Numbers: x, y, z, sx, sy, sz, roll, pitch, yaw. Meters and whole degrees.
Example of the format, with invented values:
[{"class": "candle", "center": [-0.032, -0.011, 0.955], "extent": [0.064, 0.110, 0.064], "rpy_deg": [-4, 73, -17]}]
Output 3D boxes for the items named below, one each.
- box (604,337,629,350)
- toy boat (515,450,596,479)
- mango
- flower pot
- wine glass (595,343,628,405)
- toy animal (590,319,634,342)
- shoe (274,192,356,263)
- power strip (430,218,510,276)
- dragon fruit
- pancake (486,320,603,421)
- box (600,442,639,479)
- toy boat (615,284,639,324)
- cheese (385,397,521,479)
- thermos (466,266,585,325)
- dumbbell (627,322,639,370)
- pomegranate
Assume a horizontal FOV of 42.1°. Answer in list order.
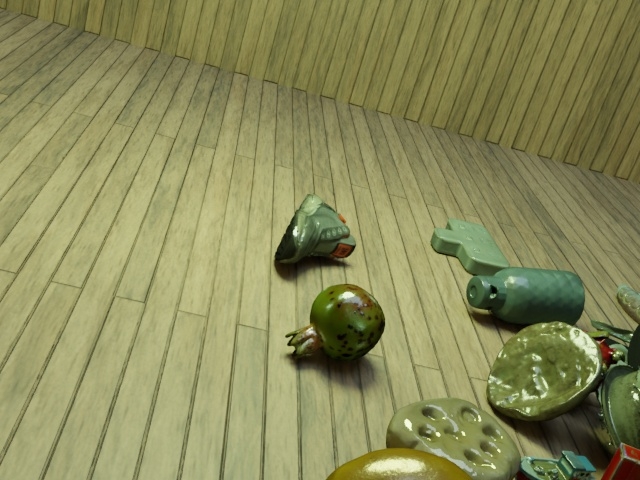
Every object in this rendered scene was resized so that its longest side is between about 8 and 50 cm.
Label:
[{"class": "box", "center": [0.733, 0.286, 2.014], "extent": [0.125, 0.027, 0.126], "rpy_deg": [25, 23, 10]}, {"class": "toy boat", "center": [0.414, 0.408, 1.470], "extent": [0.173, 0.059, 0.069], "rpy_deg": [8, 25, -21]}, {"class": "mango", "center": [0.121, 0.385, 1.210], "extent": [0.254, 0.139, 0.175], "rpy_deg": [14, 34, 5]}, {"class": "flower pot", "center": [0.694, 0.311, 1.529], "extent": [0.290, 0.259, 0.290], "rpy_deg": [24, 46, -27]}, {"class": "wine glass", "center": [0.663, 0.302, 1.859], "extent": [0.079, 0.079, 0.195], "rpy_deg": [23, 26, 13]}, {"class": "toy animal", "center": [0.794, 0.249, 2.109], "extent": [0.217, 0.041, 0.075], "rpy_deg": [21, 5, 13]}, {"class": "shoe", "center": [0.000, 0.000, 2.027], "extent": [0.171, 0.132, 0.336], "rpy_deg": [27, 20, -1]}, {"class": "power strip", "center": [0.408, 0.013, 2.344], "extent": [0.193, 0.059, 0.265], "rpy_deg": [12, 25, -13]}, {"class": "dragon fruit", "center": [0.546, 0.253, 1.749], "extent": [0.172, 0.166, 0.160], "rpy_deg": [-16, 61, 6]}, {"class": "pancake", "center": [0.442, 0.261, 1.656], "extent": [0.050, 0.242, 0.242], "rpy_deg": [52, 2, -35]}, {"class": "box", "center": [0.589, 0.442, 1.456], "extent": [0.175, 0.112, 0.048], "rpy_deg": [23, 24, 8]}, {"class": "toy boat", "center": [0.928, 0.181, 2.307], "extent": [0.155, 0.085, 0.227], "rpy_deg": [12, 24, -16]}, {"class": "cheese", "center": [0.219, 0.359, 1.371], "extent": [0.235, 0.117, 0.218], "rpy_deg": [15, 25, -10]}, {"class": "thermos", "center": [0.487, 0.135, 2.043], "extent": [0.286, 0.145, 0.182], "rpy_deg": [7, -6, -21]}, {"class": "dumbbell", "center": [0.847, 0.286, 1.783], "extent": [0.322, 0.204, 0.204], "rpy_deg": [29, 22, -10]}, {"class": "pomegranate", "center": [0.032, 0.170, 1.631], "extent": [0.205, 0.159, 0.159], "rpy_deg": [-24, 40, -18]}]
